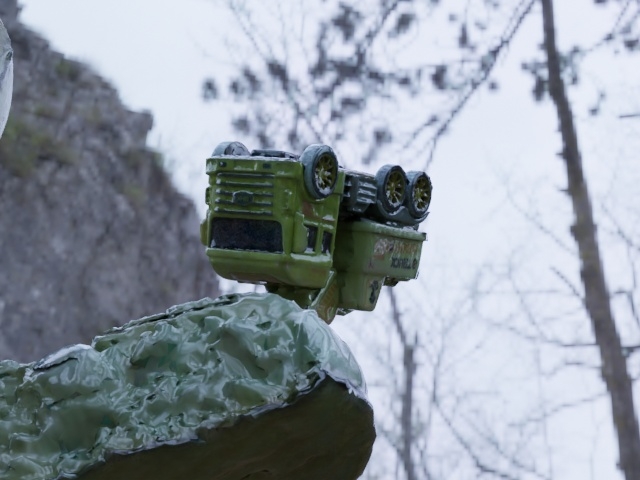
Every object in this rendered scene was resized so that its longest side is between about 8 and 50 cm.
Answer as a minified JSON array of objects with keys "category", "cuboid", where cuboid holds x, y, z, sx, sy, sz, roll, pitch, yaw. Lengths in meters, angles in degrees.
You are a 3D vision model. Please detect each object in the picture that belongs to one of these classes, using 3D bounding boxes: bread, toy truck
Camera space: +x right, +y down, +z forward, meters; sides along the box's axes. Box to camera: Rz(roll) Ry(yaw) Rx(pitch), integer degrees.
[{"category":"bread","cuboid":[-0.090,0.095,0.511,0.172,0.064,0.232,16,-54,-40]},{"category":"toy truck","cuboid":[0.000,0.000,0.984,0.085,0.116,0.191,4,-2,32]}]

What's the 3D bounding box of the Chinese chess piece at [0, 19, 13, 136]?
[{"category":"Chinese chess piece","cuboid":[-0.295,-0.109,0.817,0.250,0.250,0.101,22,-58,-22]}]
